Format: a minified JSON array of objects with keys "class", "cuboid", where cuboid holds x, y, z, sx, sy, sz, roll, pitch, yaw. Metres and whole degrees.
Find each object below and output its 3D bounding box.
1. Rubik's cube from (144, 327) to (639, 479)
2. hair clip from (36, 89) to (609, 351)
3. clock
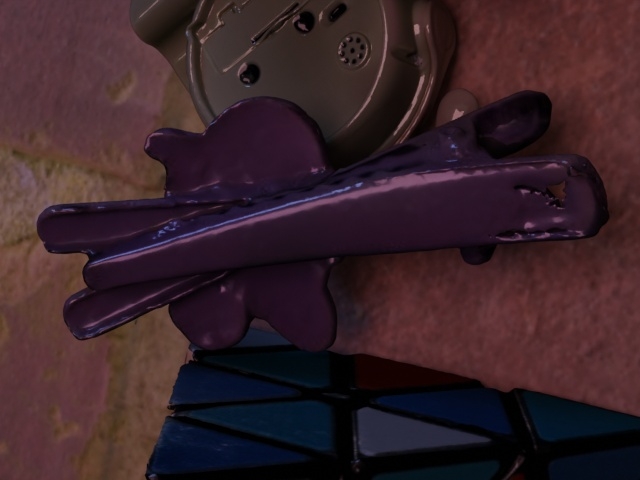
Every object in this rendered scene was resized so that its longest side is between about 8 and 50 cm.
[{"class":"Rubik's cube","cuboid":[0.035,0.188,0.833,0.250,0.284,0.234,3,100,-5]},{"class":"hair clip","cuboid":[0.005,-0.007,0.833,0.278,0.090,0.137,-8,114,14]},{"class":"clock","cuboid":[-0.005,-0.099,0.898,0.151,0.062,0.191,-38,69,19]}]
